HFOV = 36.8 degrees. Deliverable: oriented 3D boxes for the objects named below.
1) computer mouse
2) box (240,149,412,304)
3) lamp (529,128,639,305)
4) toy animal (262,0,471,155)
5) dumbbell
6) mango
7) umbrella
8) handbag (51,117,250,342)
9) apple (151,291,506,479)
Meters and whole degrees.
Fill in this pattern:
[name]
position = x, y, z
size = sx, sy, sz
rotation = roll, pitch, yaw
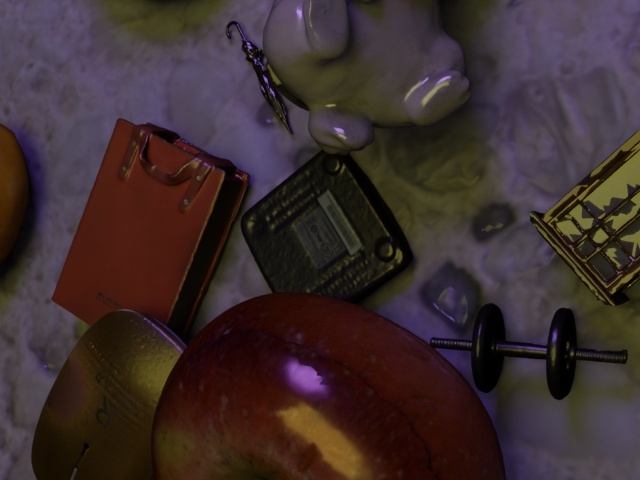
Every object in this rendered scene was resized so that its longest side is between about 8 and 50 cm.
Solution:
[computer mouse]
position = -0.187, 0.173, 0.850
size = 0.126, 0.056, 0.245
rotation = 40, 119, 18
[box]
position = 0.000, 0.000, 0.816
size = 0.125, 0.027, 0.126
rotation = -38, 73, 19
[lamp]
position = 0.296, -0.089, 0.652
size = 0.325, 0.090, 0.089
rotation = -44, 73, 18
[toy animal]
position = 0.031, -0.236, 0.719
size = 0.154, 0.208, 0.325
rotation = -14, 93, 63
[dumbbell]
position = 0.153, 0.082, 0.719
size = 0.147, 0.069, 0.069
rotation = 2, 89, 26
[mango]
position = -0.343, -0.027, 0.943
size = 0.115, 0.090, 0.178
rotation = 37, 95, 29
[umbrella]
position = -0.051, -0.147, 0.852
size = 0.022, 0.013, 0.122
rotation = -40, 73, 30
[handbag]
position = -0.155, -0.003, 0.869
size = 0.127, 0.063, 0.190
rotation = 29, 102, 23
[apple]
position = 0.006, 0.169, 0.713
size = 0.272, 0.206, 0.251
rotation = 17, 106, 26
